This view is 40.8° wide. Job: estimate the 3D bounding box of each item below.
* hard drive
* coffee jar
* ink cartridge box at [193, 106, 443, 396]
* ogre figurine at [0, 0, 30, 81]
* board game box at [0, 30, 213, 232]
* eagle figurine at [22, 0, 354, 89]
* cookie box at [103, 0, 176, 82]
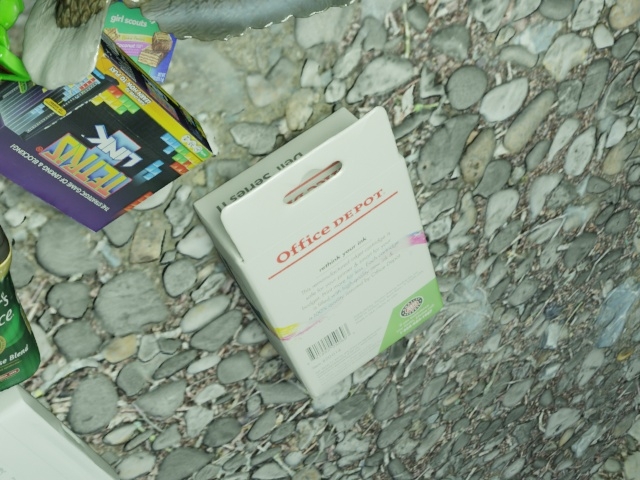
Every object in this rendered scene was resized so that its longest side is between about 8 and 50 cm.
[{"bbox_3d":[-0.425,0.326,0.957,0.353,0.047,0.233,-36,139,-10],"label":"hard drive"},{"bbox_3d":[-0.321,0.056,0.786,0.096,0.079,0.184,-21,134,-24],"label":"coffee jar"},{"bbox_3d":[0.000,0.000,0.965,0.207,0.119,0.353,-34,140,-10],"label":"ink cartridge box"},{"bbox_3d":[-0.279,-0.143,0.626,0.097,0.197,0.118,-11,162,22],"label":"ogre figurine"},{"bbox_3d":[-0.197,-0.090,0.746,0.141,0.048,0.170,-34,148,9],"label":"board game box"},{"bbox_3d":[-0.094,-0.242,0.579,0.298,0.225,0.226,-17,96,-26],"label":"eagle figurine"},{"bbox_3d":[-0.164,-0.195,0.728,0.092,0.040,0.107,2,122,-38],"label":"cookie box"}]
